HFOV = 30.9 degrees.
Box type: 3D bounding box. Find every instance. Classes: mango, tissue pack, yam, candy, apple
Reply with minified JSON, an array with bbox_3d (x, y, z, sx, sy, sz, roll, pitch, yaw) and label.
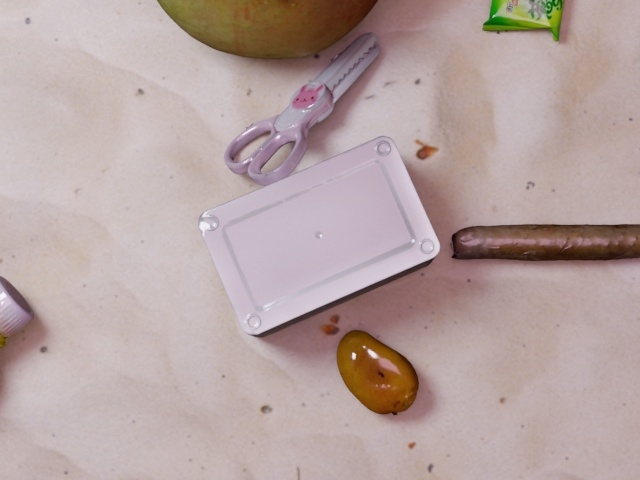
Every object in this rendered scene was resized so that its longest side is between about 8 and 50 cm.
[{"bbox_3d":[0.067,0.156,1.377,0.080,0.060,0.114,-40,88,14],"label":"mango"},{"bbox_3d":[-0.001,-0.001,1.352,0.246,0.136,0.159,-23,86,-2],"label":"tissue pack"},{"bbox_3d":[0.287,0.002,1.393,0.264,0.046,0.046,-1,86,-1],"label":"yam"},{"bbox_3d":[0.262,-0.338,1.425,0.102,0.032,0.178,11,86,2],"label":"candy"},{"bbox_3d":[-0.065,-0.372,1.310,0.319,0.277,0.319,0,84,0],"label":"apple"}]

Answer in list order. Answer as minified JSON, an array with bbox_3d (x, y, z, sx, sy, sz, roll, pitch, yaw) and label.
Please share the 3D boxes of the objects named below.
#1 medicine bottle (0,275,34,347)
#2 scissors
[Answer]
[{"bbox_3d":[-0.438,0.133,1.354,0.212,0.122,0.122,-40,86,-2],"label":"medicine bottle"},{"bbox_3d":[-0.012,-0.163,1.396,0.242,0.118,0.030,-46,128,-13],"label":"scissors"}]
